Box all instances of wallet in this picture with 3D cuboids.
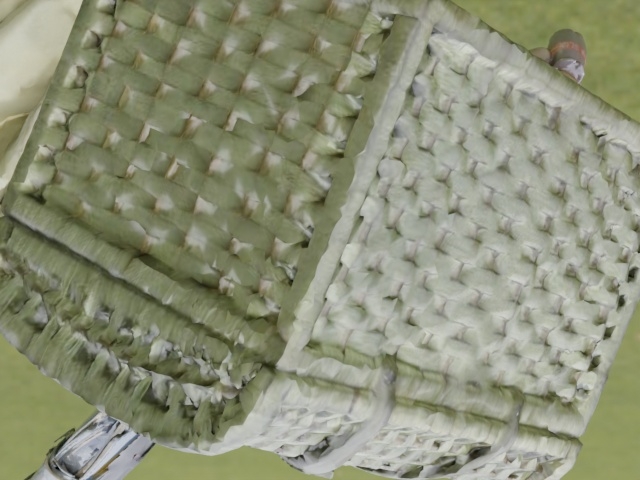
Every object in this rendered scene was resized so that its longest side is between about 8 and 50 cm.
[{"bbox_3d":[-0.209,0.202,1.492,0.231,0.069,0.170,-51,175,33],"label":"wallet"}]

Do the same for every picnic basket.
[{"bbox_3d":[0.009,0.001,0.531,0.134,0.154,0.196,26,-175,36],"label":"picnic basket"}]

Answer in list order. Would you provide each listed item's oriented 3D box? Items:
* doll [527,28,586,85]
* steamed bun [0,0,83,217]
[{"bbox_3d":[0.087,-0.054,0.670,0.073,0.084,0.127,44,176,-31],"label":"doll"},{"bbox_3d":[-0.195,-0.093,1.177,0.289,0.276,0.203,35,-158,1],"label":"steamed bun"}]
